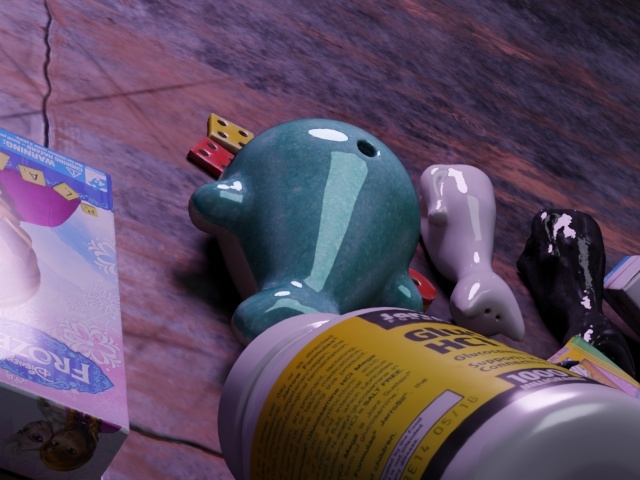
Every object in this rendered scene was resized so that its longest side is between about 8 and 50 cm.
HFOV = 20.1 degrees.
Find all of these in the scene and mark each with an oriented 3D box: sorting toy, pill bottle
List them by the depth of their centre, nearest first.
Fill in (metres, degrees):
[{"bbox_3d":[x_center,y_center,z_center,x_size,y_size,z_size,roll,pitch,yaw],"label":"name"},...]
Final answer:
[{"bbox_3d":[0.068,0.145,1.106,0.188,0.188,0.334,19,0,-30],"label":"pill bottle"},{"bbox_3d":[0.005,-0.041,1.659,0.274,0.046,0.132,36,24,5],"label":"sorting toy"}]

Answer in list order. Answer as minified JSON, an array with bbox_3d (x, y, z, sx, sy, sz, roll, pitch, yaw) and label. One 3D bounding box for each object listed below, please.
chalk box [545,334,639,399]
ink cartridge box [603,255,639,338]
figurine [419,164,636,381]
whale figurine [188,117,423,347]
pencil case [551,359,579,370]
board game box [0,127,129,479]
[{"bbox_3d":[0.225,0.199,1.384,0.213,0.132,0.132,40,25,12],"label":"chalk box"},{"bbox_3d":[0.330,0.062,1.785,0.088,0.052,0.122,47,-5,-1],"label":"ink cartridge box"},{"bbox_3d":[0.191,0.040,1.702,0.215,0.092,0.209,21,31,-25],"label":"figurine"},{"bbox_3d":[0.000,0.000,1.459,0.216,0.141,0.272,29,29,-11],"label":"whale figurine"},{"bbox_3d":[0.142,0.189,1.245,0.098,0.095,0.209,14,64,-18],"label":"pencil case"},{"bbox_3d":[-0.285,-0.001,1.196,0.318,0.066,0.318,23,26,-23],"label":"board game box"}]
